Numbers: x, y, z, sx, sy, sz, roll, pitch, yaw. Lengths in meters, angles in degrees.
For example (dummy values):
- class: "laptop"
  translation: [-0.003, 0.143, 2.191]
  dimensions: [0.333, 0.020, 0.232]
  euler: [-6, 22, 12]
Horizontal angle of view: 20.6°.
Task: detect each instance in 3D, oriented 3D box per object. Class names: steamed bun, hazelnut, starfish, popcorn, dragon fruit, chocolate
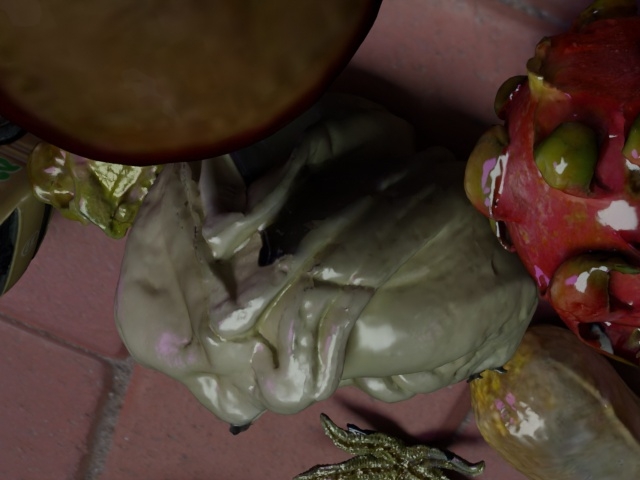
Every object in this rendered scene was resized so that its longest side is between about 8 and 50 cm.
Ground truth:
- class: "steamed bun"
  translation: [0.000, 0.000, 1.361]
  dimensions: [0.320, 0.275, 0.206]
  euler: [-10, 128, -16]
- class: "hazelnut"
  translation: [-0.114, -0.253, 1.085]
  dimensions: [0.359, 0.359, 0.409]
  euler: [7, 142, 19]
- class: "starfish"
  translation: [0.079, 0.241, 1.728]
  dimensions: [0.208, 0.053, 0.176]
  euler: [15, 135, 6]
- class: "popcorn"
  translation: [-0.169, -0.071, 1.465]
  dimensions: [0.145, 0.126, 0.126]
  euler: [10, 115, 40]
- class: "dragon fruit"
  translation: [0.240, -0.021, 1.232]
  dimensions: [0.307, 0.227, 0.243]
  euler: [30, 142, -17]
- class: "chocolate"
  translation: [0.250, 0.188, 1.532]
  dimensions: [0.134, 0.134, 0.309]
  euler: [-22, 121, 41]

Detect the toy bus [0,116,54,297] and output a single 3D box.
- class: "toy bus"
  translation: [-0.423, -0.059, 1.530]
  dimensions: [0.365, 0.202, 0.177]
  euler: [23, 139, 0]
